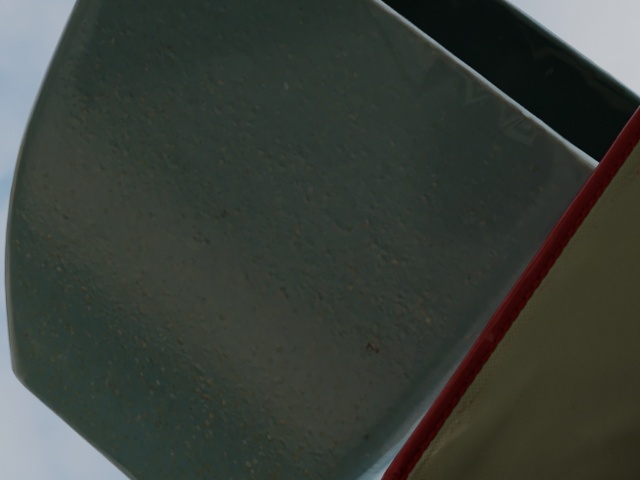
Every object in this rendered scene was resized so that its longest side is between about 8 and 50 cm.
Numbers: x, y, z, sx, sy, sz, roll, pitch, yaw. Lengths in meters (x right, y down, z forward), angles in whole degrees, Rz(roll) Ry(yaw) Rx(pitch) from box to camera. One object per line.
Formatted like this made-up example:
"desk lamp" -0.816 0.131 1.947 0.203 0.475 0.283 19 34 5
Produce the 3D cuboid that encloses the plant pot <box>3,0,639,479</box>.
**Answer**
"plant pot" 0.000 0.000 0.885 0.247 0.248 0.252 39 -74 17

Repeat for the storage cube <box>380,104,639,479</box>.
"storage cube" 0.169 0.061 0.557 0.193 0.184 0.215 41 -104 -14
